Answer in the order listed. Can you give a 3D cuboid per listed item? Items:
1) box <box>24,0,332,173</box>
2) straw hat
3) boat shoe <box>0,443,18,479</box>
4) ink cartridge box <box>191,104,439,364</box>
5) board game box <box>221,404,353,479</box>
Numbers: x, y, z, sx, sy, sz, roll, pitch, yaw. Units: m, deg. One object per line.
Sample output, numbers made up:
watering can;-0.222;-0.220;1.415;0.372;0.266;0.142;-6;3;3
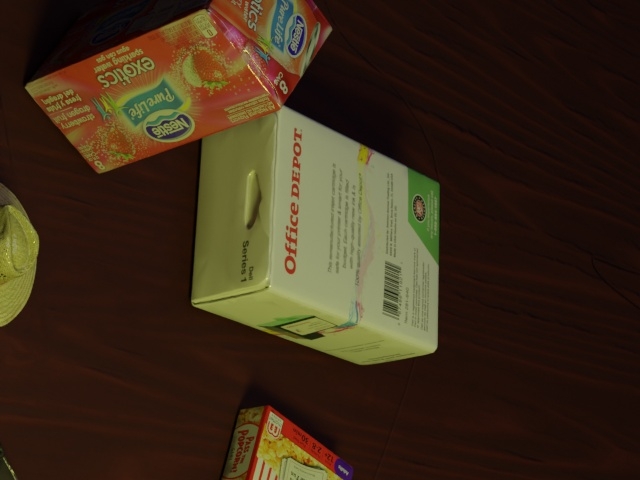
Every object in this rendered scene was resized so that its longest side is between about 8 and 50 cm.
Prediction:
box;-0.135;-0.171;1.685;0.123;0.257;0.128;52;44;-24
straw hat;-0.285;0.003;1.608;0.144;0.061;0.144;17;67;-46
boat shoe;-0.301;0.180;1.545;0.152;0.049;0.056;55;43;-25
ink cartridge box;0.000;0.000;1.908;0.278;0.117;0.201;23;62;-45
board game box;-0.045;0.287;1.827;0.147;0.045;0.193;40;51;-37
